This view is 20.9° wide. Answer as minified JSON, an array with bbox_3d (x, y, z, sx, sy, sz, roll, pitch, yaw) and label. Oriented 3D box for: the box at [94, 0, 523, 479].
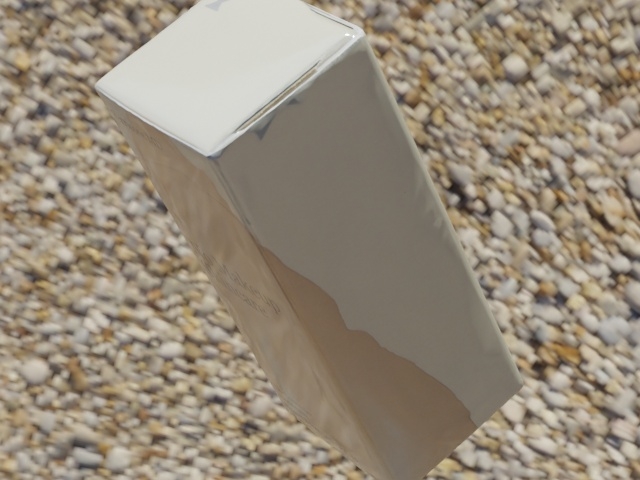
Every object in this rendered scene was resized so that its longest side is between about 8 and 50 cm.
[{"bbox_3d":[0.000,0.000,1.097,0.121,0.311,0.148,-40,38,-15],"label":"box"}]
